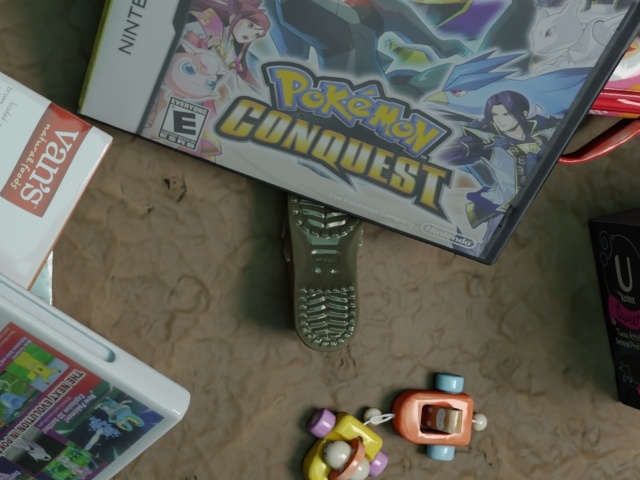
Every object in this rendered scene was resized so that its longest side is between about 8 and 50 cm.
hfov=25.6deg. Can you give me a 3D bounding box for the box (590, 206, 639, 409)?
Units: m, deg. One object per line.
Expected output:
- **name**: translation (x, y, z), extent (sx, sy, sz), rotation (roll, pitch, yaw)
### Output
- **box**: translation (0.307, 0.039, 0.886), extent (0.163, 0.247, 0.142), rotation (-13, 98, -16)

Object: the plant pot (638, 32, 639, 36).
- **plant pot**: translation (0.238, -0.232, 0.839), extent (0.236, 0.032, 0.236), rotation (-2, 96, -17)

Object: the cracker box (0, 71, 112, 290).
- **cracker box**: translation (-0.255, -0.049, 0.794), extent (0.232, 0.067, 0.155), rotation (29, 88, -12)

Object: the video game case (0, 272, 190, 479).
- **video game case**: translation (-0.198, 0.087, 0.782), extent (0.183, 0.201, 0.023), rotation (35, 42, -16)

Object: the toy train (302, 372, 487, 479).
- **toy train**: translation (0.048, 0.167, 0.922), extent (0.125, 0.046, 0.166), rotation (11, 90, -17)

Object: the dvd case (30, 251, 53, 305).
- **dvd case**: translation (-0.204, -0.008, 0.852), extent (0.087, 0.013, 0.119), rotation (2, 94, -17)

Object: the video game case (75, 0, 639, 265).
- **video game case**: translation (0.020, -0.119, 0.782), extent (0.275, 0.248, 0.035), rotation (20, 43, -6)

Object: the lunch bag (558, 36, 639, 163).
- **lunch bag**: translation (0.159, -0.179, 0.903), extent (0.293, 0.120, 0.258), rotation (3, 96, -15)

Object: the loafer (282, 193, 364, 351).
- **loafer**: translation (0.000, 0.000, 0.897), extent (0.056, 0.050, 0.148), rotation (9, 75, -10)
